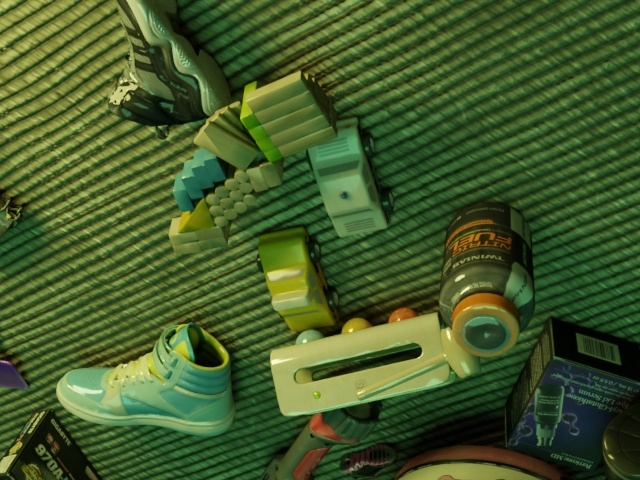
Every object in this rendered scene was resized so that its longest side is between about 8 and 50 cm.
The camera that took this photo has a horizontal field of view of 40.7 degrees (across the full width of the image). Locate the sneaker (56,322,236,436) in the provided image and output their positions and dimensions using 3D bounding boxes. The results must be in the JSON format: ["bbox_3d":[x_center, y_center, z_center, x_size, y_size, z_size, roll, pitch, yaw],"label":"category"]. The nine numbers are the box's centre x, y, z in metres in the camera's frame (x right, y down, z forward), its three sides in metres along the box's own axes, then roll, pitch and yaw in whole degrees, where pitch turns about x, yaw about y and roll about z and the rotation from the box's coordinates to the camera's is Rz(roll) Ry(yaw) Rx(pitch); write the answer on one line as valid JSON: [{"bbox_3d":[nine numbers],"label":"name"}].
[{"bbox_3d":[-0.300,0.220,1.501,0.319,0.127,0.208,7,124,-3],"label":"sneaker"}]

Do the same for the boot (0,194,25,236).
[{"bbox_3d":[-0.583,-0.102,1.397,0.229,0.091,0.263,34,126,-16],"label":"boot"}]

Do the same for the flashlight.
[{"bbox_3d":[0.000,0.378,1.548,0.103,0.103,0.304,7,131,-30],"label":"flashlight"}]

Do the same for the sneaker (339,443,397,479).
[{"bbox_3d":[0.095,0.411,1.581,0.119,0.047,0.057,-21,121,31],"label":"sneaker"}]

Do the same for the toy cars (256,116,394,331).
[{"bbox_3d":[0.000,0.000,1.322,0.176,0.087,0.393,24,123,-3],"label":"toy cars"}]

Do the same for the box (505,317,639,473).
[{"bbox_3d":[0.401,0.249,1.376,0.153,0.108,0.207,16,122,1],"label":"box"}]

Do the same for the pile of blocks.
[{"bbox_3d":[-0.122,-0.129,1.247,0.149,0.112,0.362,32,125,-24],"label":"pile of blocks"}]

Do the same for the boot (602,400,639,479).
[{"bbox_3d":[0.596,0.320,1.350,0.377,0.138,0.284,-24,142,-12],"label":"boot"}]

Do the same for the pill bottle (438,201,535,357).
[{"bbox_3d":[0.235,0.057,1.212,0.130,0.245,0.130,5,122,8],"label":"pill bottle"}]

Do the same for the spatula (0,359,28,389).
[{"bbox_3d":[-0.613,0.167,1.586,0.084,0.030,0.296,3,122,13],"label":"spatula"}]

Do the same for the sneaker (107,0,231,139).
[{"bbox_3d":[-0.255,-0.261,1.207,0.153,0.101,0.268,-25,115,21],"label":"sneaker"}]

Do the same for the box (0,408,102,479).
[{"bbox_3d":[-0.521,0.466,1.663,0.051,0.175,0.220,-16,116,21],"label":"box"}]

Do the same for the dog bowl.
[{"bbox_3d":[0.281,0.503,1.452,0.408,0.150,0.408,9,135,10],"label":"dog bowl"}]

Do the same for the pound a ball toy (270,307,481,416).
[{"bbox_3d":[0.082,0.177,1.333,0.319,0.208,0.135,-15,77,11],"label":"pound a ball toy"}]
